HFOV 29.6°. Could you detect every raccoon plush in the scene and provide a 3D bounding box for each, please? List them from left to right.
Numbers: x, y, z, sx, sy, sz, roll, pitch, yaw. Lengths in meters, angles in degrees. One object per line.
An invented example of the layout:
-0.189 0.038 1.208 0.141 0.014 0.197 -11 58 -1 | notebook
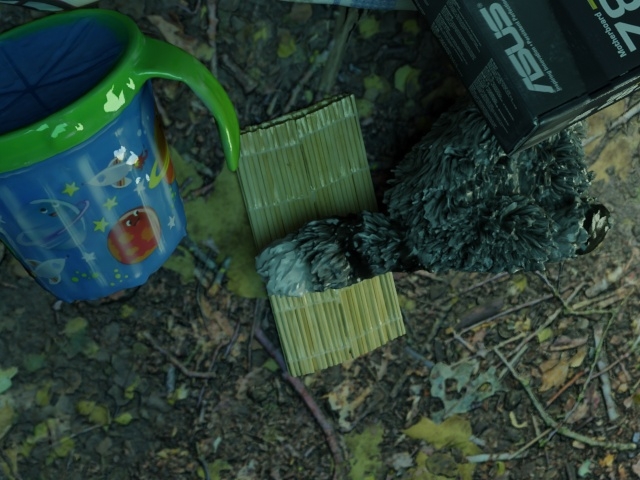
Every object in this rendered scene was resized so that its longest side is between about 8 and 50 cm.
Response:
0.138 -0.118 1.294 0.446 0.216 0.299 -15 106 -21 | raccoon plush

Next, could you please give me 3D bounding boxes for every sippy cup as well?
-0.243 -0.071 1.179 0.240 0.305 0.224 -46 133 -32 | sippy cup

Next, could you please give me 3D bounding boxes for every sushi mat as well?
0.000 0.000 1.392 0.151 0.019 0.317 -19 114 -14 | sushi mat

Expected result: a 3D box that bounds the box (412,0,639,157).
0.220 -0.321 1.186 0.318 0.097 0.395 -26 80 -17 | box

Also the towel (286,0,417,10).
0.033 -0.351 1.275 0.285 0.034 0.209 0 110 -18 | towel

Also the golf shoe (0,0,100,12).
-0.289 -0.262 1.143 0.272 0.120 0.105 -7 109 -19 | golf shoe
